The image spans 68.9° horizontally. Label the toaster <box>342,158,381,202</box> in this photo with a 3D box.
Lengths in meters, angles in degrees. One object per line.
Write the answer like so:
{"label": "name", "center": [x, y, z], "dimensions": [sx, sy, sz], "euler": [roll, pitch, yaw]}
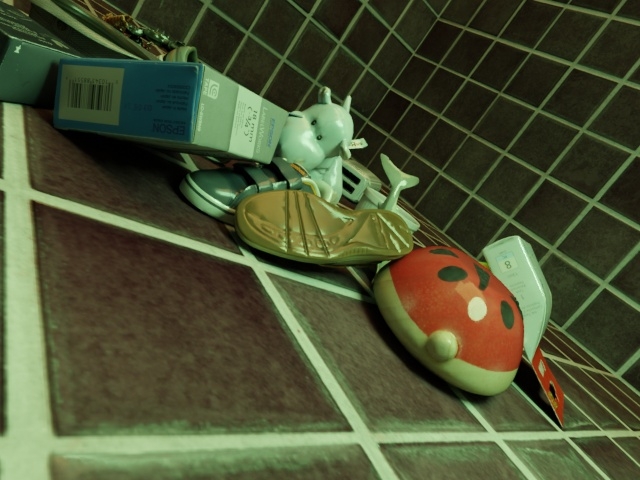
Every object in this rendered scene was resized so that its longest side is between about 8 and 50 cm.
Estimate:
{"label": "toaster", "center": [0.118, -0.235, 1.798], "dimensions": [0.227, 0.129, 0.146], "euler": [41, 17, 15]}

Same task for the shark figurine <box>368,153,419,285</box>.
{"label": "shark figurine", "center": [0.108, -0.025, 0.981], "dimensions": [0.116, 0.278, 0.166], "euler": [21, 36, 21]}

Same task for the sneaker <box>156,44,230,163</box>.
{"label": "sneaker", "center": [-0.263, -0.294, 1.019], "dimensions": [0.272, 0.108, 0.100], "euler": [64, 17, -7]}

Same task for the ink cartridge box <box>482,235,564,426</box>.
{"label": "ink cartridge box", "center": [0.508, 0.186, 1.072], "dimensions": [0.308, 0.091, 0.385], "euler": [9, 58, -62]}

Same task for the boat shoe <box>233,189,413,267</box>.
{"label": "boat shoe", "center": [0.000, 0.000, 0.814], "dimensions": [0.341, 0.123, 0.123], "euler": [3, 64, -33]}

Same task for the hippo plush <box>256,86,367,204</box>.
{"label": "hippo plush", "center": [-0.001, -0.185, 1.007], "dimensions": [0.236, 0.294, 0.235], "euler": [-167, -123, -78]}

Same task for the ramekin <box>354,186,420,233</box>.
{"label": "ramekin", "center": [0.198, -0.066, 1.469], "dimensions": [0.207, 0.109, 0.207], "euler": [34, 14, -10]}

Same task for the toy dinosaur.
{"label": "toy dinosaur", "center": [-0.456, -0.447, 1.099], "dimensions": [0.218, 0.164, 0.322], "euler": [25, 15, -22]}

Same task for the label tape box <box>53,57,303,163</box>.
{"label": "label tape box", "center": [-0.203, -0.194, 0.766], "dimensions": [0.240, 0.106, 0.333], "euler": [10, 6, 20]}

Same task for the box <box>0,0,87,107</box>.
{"label": "box", "center": [-0.451, -0.272, 0.657], "dimensions": [0.158, 0.093, 0.156], "euler": [35, 14, 2]}

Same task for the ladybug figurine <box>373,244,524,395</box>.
{"label": "ladybug figurine", "center": [0.252, 0.122, 0.872], "dimensions": [0.305, 0.162, 0.449], "euler": [38, 14, 7]}

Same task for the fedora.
{"label": "fedora", "center": [-0.434, -0.347, 0.875], "dimensions": [0.275, 0.124, 0.244], "euler": [32, 14, -16]}

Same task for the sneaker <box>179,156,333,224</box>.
{"label": "sneaker", "center": [-0.099, -0.094, 0.840], "dimensions": [0.126, 0.127, 0.321], "euler": [45, 18, 29]}

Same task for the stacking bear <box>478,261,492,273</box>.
{"label": "stacking bear", "center": [0.411, 0.123, 1.269], "dimensions": [0.288, 0.175, 0.164], "euler": [14, 42, -35]}
